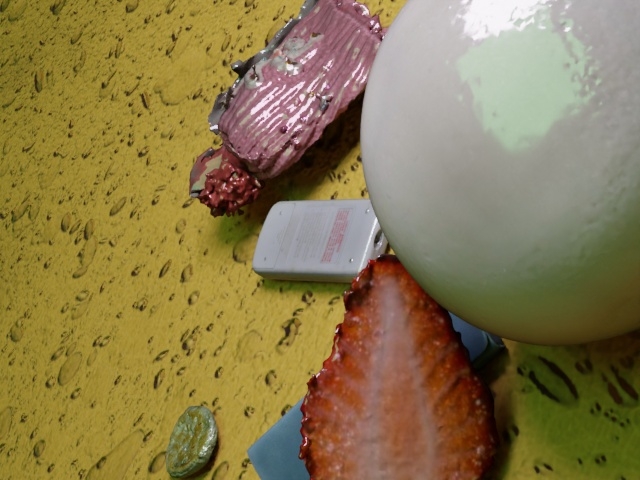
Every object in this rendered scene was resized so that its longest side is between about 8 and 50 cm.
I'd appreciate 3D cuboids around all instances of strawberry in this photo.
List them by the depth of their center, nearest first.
[{"bbox_3d":[0.056,0.146,1.146,0.235,0.175,0.107,-68,14,-17],"label":"strawberry"}]

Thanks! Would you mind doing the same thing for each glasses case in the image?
[{"bbox_3d":[0.043,0.138,1.251,0.266,0.056,0.105,-45,38,22],"label":"glasses case"}]

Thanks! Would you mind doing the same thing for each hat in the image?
[{"bbox_3d":[-0.047,-0.149,1.510,0.286,0.107,0.236,-50,27,7],"label":"hat"}]

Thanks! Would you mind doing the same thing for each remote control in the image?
[{"bbox_3d":[0.000,0.000,1.417,0.190,0.029,0.087,-1,66,51],"label":"remote control"}]

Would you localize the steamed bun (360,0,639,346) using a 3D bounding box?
[{"bbox_3d":[0.175,-0.083,1.032,0.324,0.206,0.324,-2,86,33],"label":"steamed bun"}]

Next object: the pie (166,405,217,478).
[{"bbox_3d":[-0.133,0.210,1.449,0.084,0.021,0.084,-35,41,37],"label":"pie"}]
